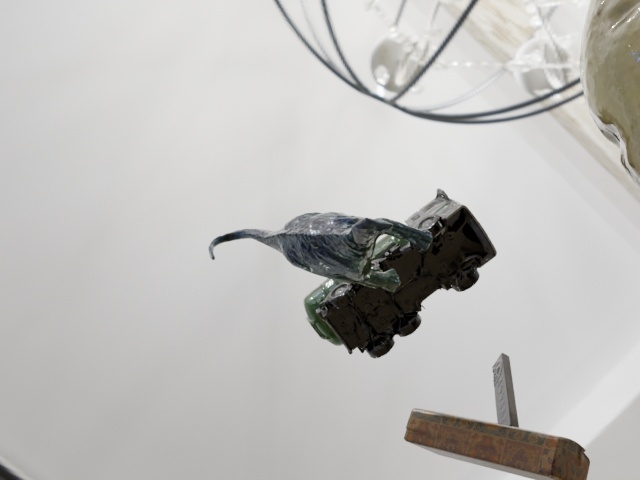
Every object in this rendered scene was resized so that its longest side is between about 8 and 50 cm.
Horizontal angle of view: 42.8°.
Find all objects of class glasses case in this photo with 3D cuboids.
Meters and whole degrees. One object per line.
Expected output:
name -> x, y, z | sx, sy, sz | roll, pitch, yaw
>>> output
glasses case -> 0.206, 0.245, 0.978 | 0.075, 0.218, 0.049 | 30, -109, -36

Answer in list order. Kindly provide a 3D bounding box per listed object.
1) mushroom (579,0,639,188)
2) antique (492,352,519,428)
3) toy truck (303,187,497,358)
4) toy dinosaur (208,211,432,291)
mushroom -> 0.352, -0.161, 0.525 | 0.315, 0.315, 0.356 | 22, -44, -9
antique -> 0.255, 0.215, 1.132 | 0.015, 0.192, 0.031 | 29, -68, -2
toy truck -> 0.092, 0.046, 1.022 | 0.242, 0.125, 0.101 | -37, -72, 1
toy dinosaur -> 0.012, 0.003, 0.864 | 0.147, 0.363, 0.076 | 15, -97, -29
